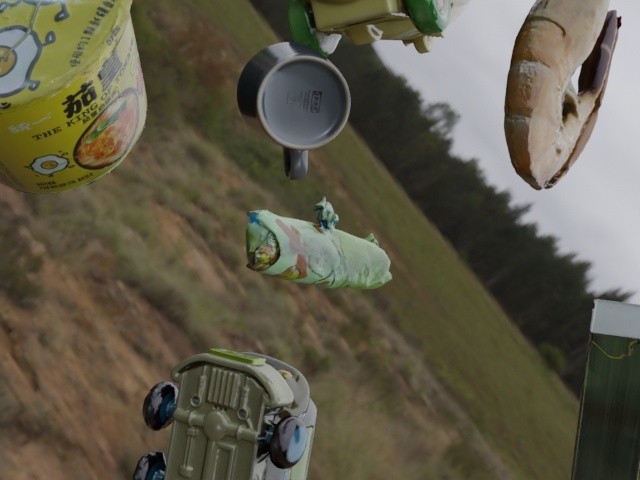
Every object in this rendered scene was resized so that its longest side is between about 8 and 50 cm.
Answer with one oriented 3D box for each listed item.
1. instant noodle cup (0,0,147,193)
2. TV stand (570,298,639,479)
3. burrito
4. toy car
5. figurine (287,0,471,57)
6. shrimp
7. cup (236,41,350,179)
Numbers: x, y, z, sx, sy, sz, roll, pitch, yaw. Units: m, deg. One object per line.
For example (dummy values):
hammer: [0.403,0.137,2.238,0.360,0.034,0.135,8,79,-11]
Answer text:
instant noodle cup: [-0.368,-0.223,1.492,0.325,0.326,0.254,60,-9,28]
TV stand: [0.349,0.210,1.411,0.088,0.083,0.269,-55,150,-60]
burrito: [0.000,0.000,1.315,0.288,0.054,0.104,14,66,-56]
toy car: [-0.086,0.254,1.400,0.198,0.204,0.247,7,93,-62]
figurine: [0.048,-0.270,0.998,0.324,0.124,0.222,-17,95,-66]
shrimp: [0.195,-0.142,0.868,0.053,0.236,0.133,7,-25,43]
cup: [-0.018,-0.092,0.860,0.077,0.078,0.100,-128,-146,-74]
